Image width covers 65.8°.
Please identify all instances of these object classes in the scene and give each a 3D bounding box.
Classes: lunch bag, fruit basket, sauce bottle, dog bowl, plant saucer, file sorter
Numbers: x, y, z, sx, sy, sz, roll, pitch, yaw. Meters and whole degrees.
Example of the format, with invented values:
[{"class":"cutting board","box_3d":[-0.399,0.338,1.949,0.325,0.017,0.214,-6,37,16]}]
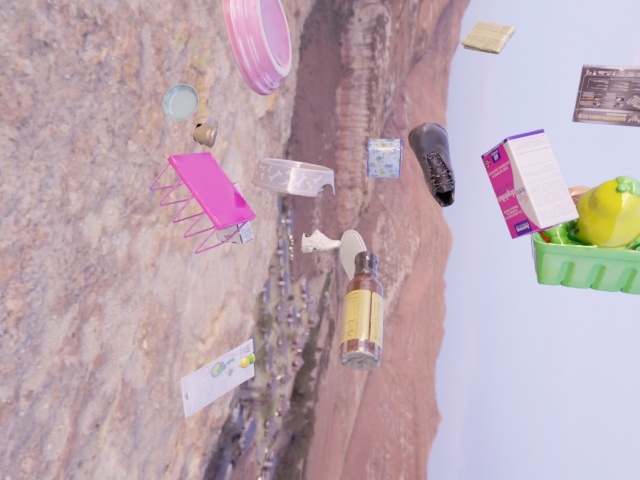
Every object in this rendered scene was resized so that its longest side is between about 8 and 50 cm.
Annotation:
[{"class":"lunch bag","box_3d":[0.236,-0.297,1.833,0.096,0.128,0.151,-76,166,-48]},{"class":"fruit basket","box_3d":[0.790,-0.042,1.399,0.283,0.391,0.393,-62,152,-57]},{"class":"sauce bottle","box_3d":[0.118,0.177,1.338,0.112,0.111,0.345,82,14,-46]},{"class":"dog bowl","box_3d":[-0.104,-0.260,2.007,0.349,0.348,0.102,-54,155,-75]},{"class":"plant saucer","box_3d":[-0.158,-0.571,1.352,0.332,0.084,0.333,-6,90,-75]},{"class":"plant saucer","box_3d":[-0.430,-0.426,1.539,0.021,0.119,0.120,39,52,-76]},{"class":"plant saucer","box_3d":[0.861,-0.147,1.746,0.200,0.199,0.037,58,16,-75]},{"class":"file sorter","box_3d":[-0.410,-0.127,1.691,0.291,0.182,0.202,53,29,6]}]

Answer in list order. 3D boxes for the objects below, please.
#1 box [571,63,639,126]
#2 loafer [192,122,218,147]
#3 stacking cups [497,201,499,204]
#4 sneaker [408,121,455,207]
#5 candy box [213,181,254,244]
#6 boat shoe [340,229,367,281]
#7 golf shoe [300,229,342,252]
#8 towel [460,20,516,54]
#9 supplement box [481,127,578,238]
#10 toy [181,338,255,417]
[{"class":"box","box_3d":[0.958,-0.469,1.604,0.056,0.230,0.183,-43,137,-50]},{"class":"loafer","box_3d":[-0.262,-0.243,1.124,0.148,0.050,0.056,-153,-99,-73]},{"class":"stacking cups","box_3d":[0.692,-0.199,1.855,0.316,0.095,0.096,-60,150,-67]},{"class":"sneaker","box_3d":[0.325,-0.205,1.367,0.286,0.108,0.130,51,24,-46]},{"class":"candy box","box_3d":[-0.355,-0.108,1.913,0.071,0.159,0.234,-31,117,-41]},{"class":"boat shoe","box_3d":[0.156,0.106,1.959,0.091,0.114,0.303,-8,88,-62]},{"class":"golf shoe","box_3d":[0.000,0.000,1.896,0.069,0.176,0.086,-6,91,-63]},{"class":"towel","box_3d":[0.536,-0.653,1.588,0.110,0.148,0.027,-54,142,-2]},{"class":"supplement box","box_3d":[0.482,-0.129,1.149,0.111,0.113,0.220,135,-62,-70]},{"class":"toy","box_3d":[-0.290,0.370,1.378,0.237,0.056,0.137,-21,124,-39]}]
